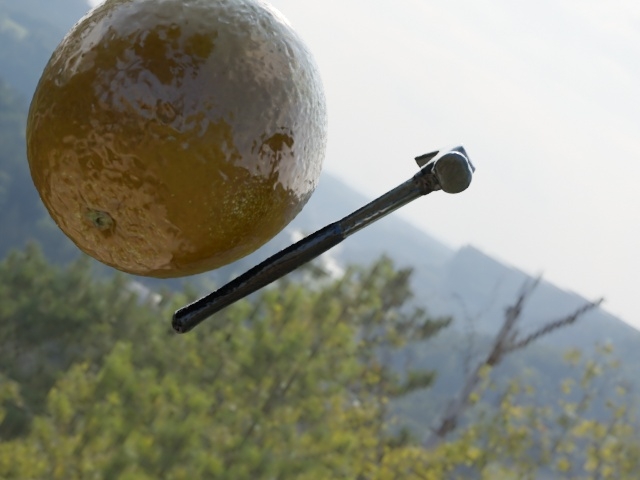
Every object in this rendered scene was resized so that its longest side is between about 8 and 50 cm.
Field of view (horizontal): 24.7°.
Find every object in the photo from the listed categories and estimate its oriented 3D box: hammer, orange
[{"bbox_3d":[0.000,0.000,1.046,0.029,0.246,0.103,59,11,-6],"label":"hammer"},{"bbox_3d":[-0.104,-0.085,1.091,0.236,0.236,0.236,31,0,0],"label":"orange"}]
